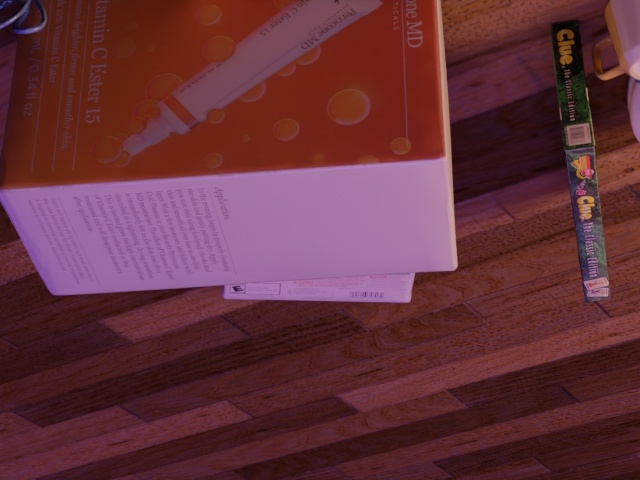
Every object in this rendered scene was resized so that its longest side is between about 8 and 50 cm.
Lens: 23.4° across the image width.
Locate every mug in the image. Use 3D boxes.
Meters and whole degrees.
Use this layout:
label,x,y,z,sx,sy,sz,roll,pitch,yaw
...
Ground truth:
label,x,y,z,sx,sy,sz,roll,pitch,yaw
mug,0.271,-0.165,1.299,0.062,0.064,0.078,5,148,-10

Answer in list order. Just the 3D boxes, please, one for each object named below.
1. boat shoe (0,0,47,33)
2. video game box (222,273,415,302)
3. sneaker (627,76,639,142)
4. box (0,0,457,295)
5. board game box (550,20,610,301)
label,x,y,z,sx,sy,sz,roll,pitch,yaw
boat shoe,-0.232,-0.212,1.183,0.089,0.109,0.258,16,147,-31
video game box,0.000,0.000,1.585,0.205,0.048,0.187,1,150,-3
sneaker,0.332,-0.135,1.322,0.087,0.092,0.228,6,149,-14
box,-0.067,-0.094,1.269,0.345,0.215,0.168,-4,148,5
board game box,0.236,-0.065,1.396,0.030,0.136,0.260,-5,149,11
